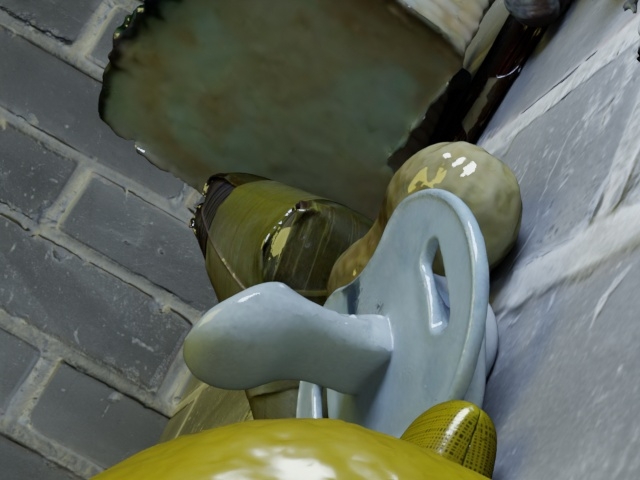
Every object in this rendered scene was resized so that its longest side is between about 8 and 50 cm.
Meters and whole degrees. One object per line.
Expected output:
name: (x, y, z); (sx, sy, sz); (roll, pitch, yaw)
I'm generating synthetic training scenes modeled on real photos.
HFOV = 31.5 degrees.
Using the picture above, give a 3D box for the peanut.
peanut: (0.081, 0.008, 0.956); (0.274, 0.111, 0.125); (-52, 6, 50)

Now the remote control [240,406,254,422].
remote control: (-0.064, 0.218, 1.457); (0.073, 0.044, 0.229); (-48, 1, 10)

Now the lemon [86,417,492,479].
lemon: (-0.021, 0.188, 0.372); (0.284, 0.260, 0.260); (-22, 32, 41)

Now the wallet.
wallet: (0.177, -0.158, 1.285); (0.232, 0.031, 0.122); (-59, 5, 7)

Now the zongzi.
zongzi: (-0.070, 0.094, 1.255); (0.289, 0.154, 0.318); (22, 95, 59)

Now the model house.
model house: (0.017, -0.278, 1.401); (0.400, 0.395, 0.445); (-55, 1, -41)

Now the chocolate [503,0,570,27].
chocolate: (0.239, -0.286, 1.197); (0.072, 0.072, 0.167); (-51, 12, 55)

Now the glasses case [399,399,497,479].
glasses case: (0.041, 0.198, 0.641); (0.234, 0.064, 0.079); (-64, 9, -28)

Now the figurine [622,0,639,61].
figurine: (0.248, -0.214, 0.688); (0.137, 0.112, 0.229); (-52, -21, -81)

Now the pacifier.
pacifier: (0.006, 0.086, 0.805); (0.227, 0.207, 0.279); (-91, 26, -42)
